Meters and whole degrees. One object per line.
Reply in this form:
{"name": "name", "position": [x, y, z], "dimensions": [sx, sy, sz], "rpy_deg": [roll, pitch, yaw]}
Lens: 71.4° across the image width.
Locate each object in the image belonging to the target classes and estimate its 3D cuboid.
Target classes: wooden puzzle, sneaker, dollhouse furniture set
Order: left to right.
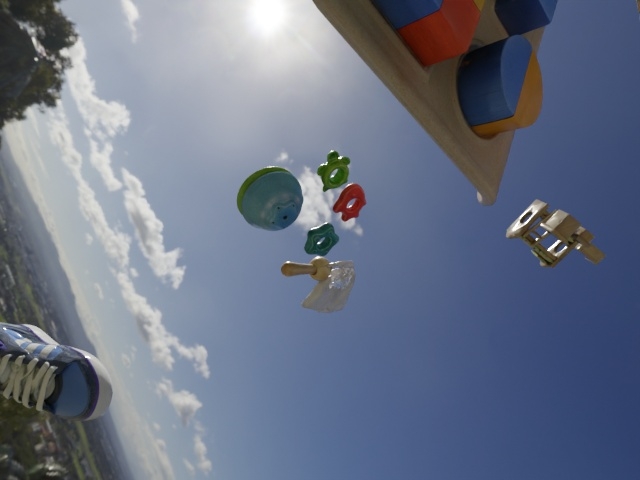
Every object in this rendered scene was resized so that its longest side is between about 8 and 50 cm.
{"name": "sneaker", "position": [-0.564, 0.239, 0.784], "dimensions": [0.323, 0.236, 0.130], "rpy_deg": [21, -90, 25]}
{"name": "wooden puzzle", "position": [0.164, -0.254, 0.453], "dimensions": [0.081, 0.321, 0.348], "rpy_deg": [2, -28, 46]}
{"name": "dollhouse furniture set", "position": [0.497, 0.024, 0.903], "dimensions": [0.182, 0.161, 0.101], "rpy_deg": [38, -75, -6]}

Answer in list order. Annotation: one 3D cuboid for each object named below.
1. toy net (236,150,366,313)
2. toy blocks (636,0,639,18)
{"name": "toy net", "position": [0.000, 0.000, 0.514], "dimensions": [0.045, 0.122, 0.232], "rpy_deg": [49, -11, 41]}
{"name": "toy blocks", "position": [0.632, -0.409, 0.637], "dimensions": [0.381, 0.191, 0.260], "rpy_deg": [-5, -83, 65]}
